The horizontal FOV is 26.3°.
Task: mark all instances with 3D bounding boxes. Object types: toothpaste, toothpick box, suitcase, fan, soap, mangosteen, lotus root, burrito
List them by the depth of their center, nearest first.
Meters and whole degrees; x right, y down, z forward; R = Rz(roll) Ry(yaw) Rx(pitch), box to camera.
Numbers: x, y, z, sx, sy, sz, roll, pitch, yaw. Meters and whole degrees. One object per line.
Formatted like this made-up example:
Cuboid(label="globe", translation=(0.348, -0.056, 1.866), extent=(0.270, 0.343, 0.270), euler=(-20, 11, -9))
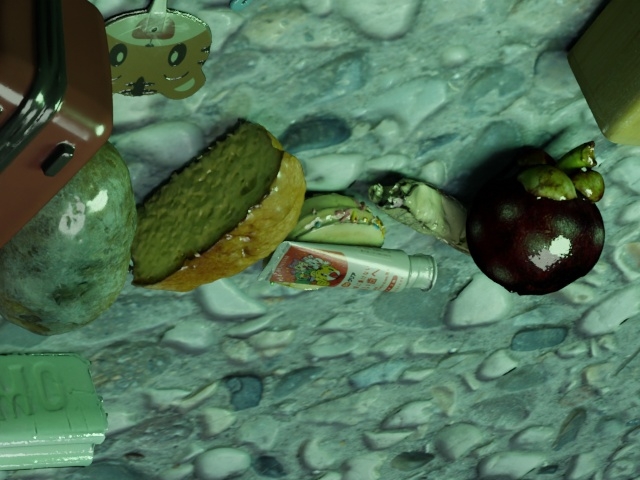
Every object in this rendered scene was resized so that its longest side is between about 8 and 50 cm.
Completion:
Cuboid(label="suitcase", translation=(-0.344, -0.116, 1.338), extent=(0.161, 0.236, 0.297), euler=(29, 123, -35))
Cuboid(label="fan", translation=(-0.178, -0.228, 1.466), extent=(0.152, 0.008, 0.226), euler=(-4, 143, -23))
Cuboid(label="lotus root", translation=(-0.295, -0.013, 1.566), extent=(0.175, 0.175, 0.349), euler=(-6, 144, -21))
Cuboid(label="toothpick box", translation=(0.450, -0.262, 1.609), extent=(0.190, 0.187, 0.308), euler=(1, 144, -31))
Cuboid(label="toothpaste", translation=(0.038, 0.034, 1.791), extent=(0.234, 0.057, 0.089), euler=(6, 143, -23))
Cuboid(label="soap", translation=(-0.427, 0.230, 1.838), extent=(0.261, 0.150, 0.094), euler=(1, 144, -30))
Cuboid(label="mangosteen", translation=(0.299, -0.037, 1.846), extent=(0.194, 0.194, 0.230), euler=(5, 113, -33))
Cuboid(label="burrito", translation=(0.145, -0.038, 1.858), extent=(0.063, 0.058, 0.229), euler=(-35, 141, 27))

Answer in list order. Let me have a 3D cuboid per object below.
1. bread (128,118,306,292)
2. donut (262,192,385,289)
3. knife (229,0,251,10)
Cuboid(label="bread", translation=(-0.112, -0.029, 1.671), extent=(0.260, 0.129, 0.134), euler=(-33, 145, 20))
Cuboid(label="donut", translation=(0.000, 0.000, 1.823), extent=(0.175, 0.068, 0.174), euler=(-16, 148, -10))
Cuboid(label="knife", translation=(-0.059, -0.275, 1.463), extent=(0.096, 0.010, 0.027), euler=(-35, 143, 19))
